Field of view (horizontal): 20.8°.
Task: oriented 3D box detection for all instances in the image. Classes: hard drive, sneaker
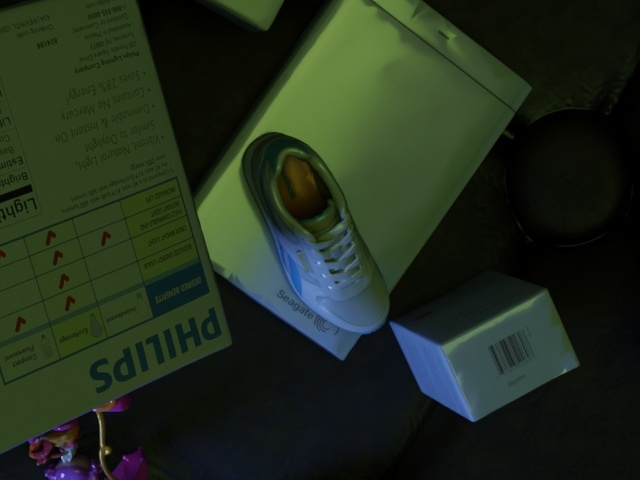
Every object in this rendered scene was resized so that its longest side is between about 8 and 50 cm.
[{"bbox_3d":[0.030,-0.084,1.814,0.233,0.047,0.353,36,88,-16],"label":"hard drive"},{"bbox_3d":[0.000,0.000,1.744,0.087,0.092,0.229,-34,105,-10],"label":"sneaker"}]

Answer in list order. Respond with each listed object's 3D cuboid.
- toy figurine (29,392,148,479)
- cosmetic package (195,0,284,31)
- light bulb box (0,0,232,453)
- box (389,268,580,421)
[{"bbox_3d":[-0.242,0.205,1.756,0.173,0.130,0.159,-8,110,8],"label":"toy figurine"},{"bbox_3d":[-0.094,-0.436,1.710,0.284,0.097,0.377,29,89,-17],"label":"cosmetic package"},{"bbox_3d":[-0.316,-0.014,1.572,0.358,0.225,0.361,-24,104,-41],"label":"light bulb box"},{"bbox_3d":[0.167,0.106,1.809,0.130,0.170,0.091,-27,102,-10],"label":"box"}]
